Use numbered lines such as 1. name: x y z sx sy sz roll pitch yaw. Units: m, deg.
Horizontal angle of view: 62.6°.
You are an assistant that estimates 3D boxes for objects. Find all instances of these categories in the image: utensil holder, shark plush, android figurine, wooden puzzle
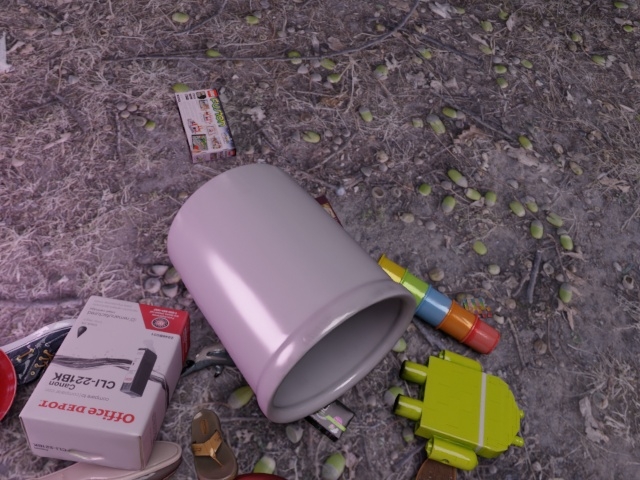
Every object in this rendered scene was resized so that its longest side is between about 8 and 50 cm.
1. utensil holder: -0.066 0.084 1.003 0.327 0.327 0.385 -27 58 -23
2. shark plush: -0.212 0.247 1.069 0.161 0.073 0.067 -21 98 -26
3. android figurine: 0.290 0.343 1.085 0.273 0.056 0.248 17 47 1
4. wooden puzzle: 0.367 0.162 1.253 0.083 0.006 0.049 -2 62 -12

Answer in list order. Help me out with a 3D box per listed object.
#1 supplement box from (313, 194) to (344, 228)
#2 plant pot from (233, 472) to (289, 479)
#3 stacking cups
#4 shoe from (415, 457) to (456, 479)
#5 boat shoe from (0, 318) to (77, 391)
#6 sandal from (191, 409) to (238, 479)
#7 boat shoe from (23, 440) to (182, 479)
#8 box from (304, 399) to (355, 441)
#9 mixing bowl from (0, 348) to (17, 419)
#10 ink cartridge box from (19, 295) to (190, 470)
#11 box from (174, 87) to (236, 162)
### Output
1. supplement box: 0.000 0.000 1.227 0.104 0.081 0.188 -20 68 -20
2. plant pot: -0.098 0.502 0.840 0.275 0.243 0.275 5 60 -9
3. stacking cups: 0.255 0.145 1.188 0.316 0.096 0.096 30 60 6
4. shoe: 0.207 0.515 1.006 0.076 0.058 0.219 14 54 20
5. boat shoe: -0.540 0.223 1.014 0.183 0.065 0.083 -25 73 -15
6. sandal: -0.203 0.368 0.956 0.072 0.049 0.180 -22 33 -13
7. boat shoe: -0.402 0.440 0.908 0.335 0.112 0.095 -12 104 -17
8. box: 0.017 0.351 1.055 0.083 0.052 0.062 35 61 10
9. mixing bowl: -0.631 0.262 0.905 0.181 0.098 0.181 17 58 -29
10. ink cartridge box: -0.368 0.246 0.947 0.197 0.114 0.273 10 40 -2
11. box: -0.298 -0.300 1.359 0.114 0.036 0.207 -12 65 -17
